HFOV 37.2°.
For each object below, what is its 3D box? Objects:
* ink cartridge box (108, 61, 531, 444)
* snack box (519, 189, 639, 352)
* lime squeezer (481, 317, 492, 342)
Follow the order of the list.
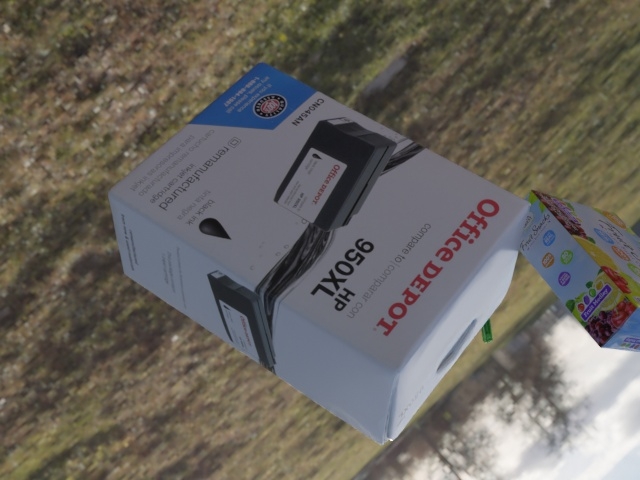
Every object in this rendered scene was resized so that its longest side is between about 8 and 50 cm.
[{"bbox_3d":[0.000,0.000,1.113,0.285,0.394,0.166,-47,156,-31],"label":"ink cartridge box"},{"bbox_3d":[0.340,0.040,1.122,0.174,0.207,0.070,11,124,-37],"label":"snack box"},{"bbox_3d":[0.251,0.018,1.350,0.058,0.110,0.310,-33,152,-30],"label":"lime squeezer"}]
